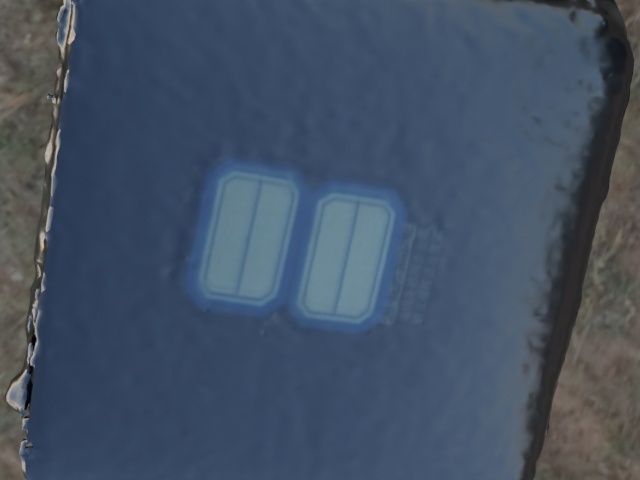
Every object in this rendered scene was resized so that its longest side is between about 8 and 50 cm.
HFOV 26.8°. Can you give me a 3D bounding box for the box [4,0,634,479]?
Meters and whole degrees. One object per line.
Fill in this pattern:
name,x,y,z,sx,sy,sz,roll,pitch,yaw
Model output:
box,0.000,0.000,0.816,0.350,0.091,0.359,6,105,-16
